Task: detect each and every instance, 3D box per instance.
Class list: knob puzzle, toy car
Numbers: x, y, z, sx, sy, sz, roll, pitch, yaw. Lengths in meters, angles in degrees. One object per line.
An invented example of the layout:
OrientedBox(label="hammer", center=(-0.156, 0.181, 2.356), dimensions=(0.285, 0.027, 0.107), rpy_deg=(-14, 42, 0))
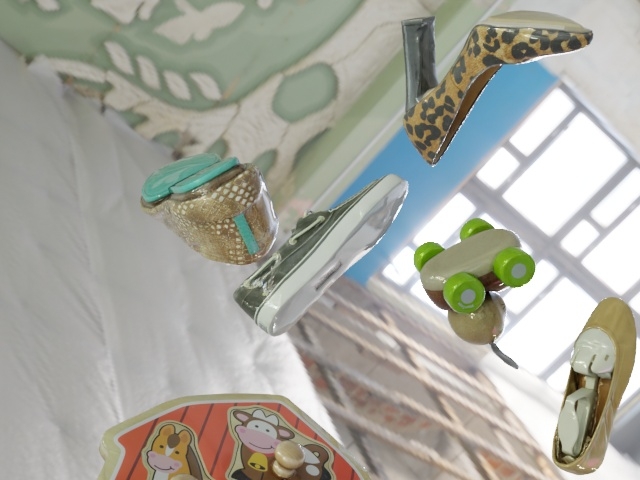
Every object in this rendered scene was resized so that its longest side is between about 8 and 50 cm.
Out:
OrientedBox(label="knob puzzle", center=(-0.036, 0.144, 0.523), dimensions=(0.213, 0.030, 0.213), rpy_deg=(18, -154, -9))
OrientedBox(label="toy car", center=(0.233, 0.089, 1.245), dimensions=(0.188, 0.149, 0.155), rpy_deg=(65, 177, -23))

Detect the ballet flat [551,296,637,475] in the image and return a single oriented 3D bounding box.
OrientedBox(label="ballet flat", center=(0.342, 0.184, 1.119), dimensions=(0.073, 0.232, 0.080), rpy_deg=(10, 180, -42))

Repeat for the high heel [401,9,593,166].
OrientedBox(label="high heel", center=(0.205, -0.172, 1.049), dimensions=(0.093, 0.186, 0.261), rpy_deg=(-22, -157, -40))

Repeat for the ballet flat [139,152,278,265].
OrientedBox(label="ballet flat", center=(-0.075, -0.018, 0.582), dimensions=(0.067, 0.073, 0.206), rpy_deg=(64, 172, -13))

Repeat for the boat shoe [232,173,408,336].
OrientedBox(label="boat shoe", center=(0.000, 0.000, 0.933), dimensions=(0.070, 0.219, 0.078), rpy_deg=(41, 167, 24))
